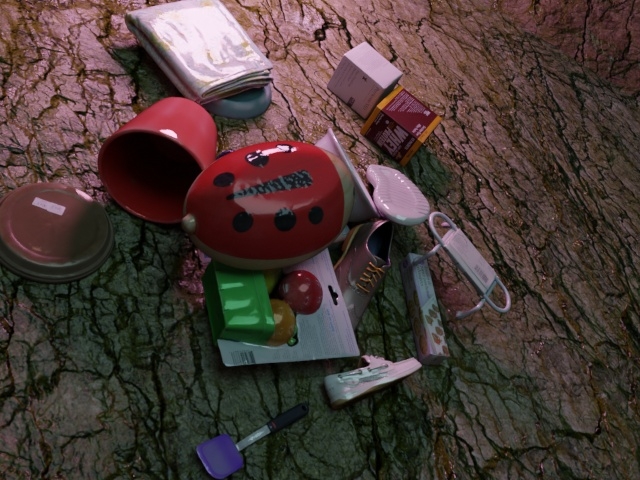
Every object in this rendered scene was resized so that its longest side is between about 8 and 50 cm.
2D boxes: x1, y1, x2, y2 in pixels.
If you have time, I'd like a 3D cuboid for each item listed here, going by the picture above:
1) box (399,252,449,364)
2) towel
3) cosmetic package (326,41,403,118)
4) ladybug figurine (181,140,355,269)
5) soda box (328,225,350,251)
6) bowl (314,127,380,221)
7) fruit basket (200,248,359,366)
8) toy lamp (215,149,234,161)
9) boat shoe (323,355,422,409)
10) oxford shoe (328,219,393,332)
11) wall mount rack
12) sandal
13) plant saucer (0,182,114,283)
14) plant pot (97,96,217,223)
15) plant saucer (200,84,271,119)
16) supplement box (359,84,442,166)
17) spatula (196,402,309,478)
[{"bbox_3d":[0.287,0.188,1.797,0.063,0.067,0.324,10,53,-24],"label":"box"},{"bbox_3d":[-0.356,-0.586,1.944,0.320,0.090,0.374,-29,74,-42],"label":"towel"},{"bbox_3d":[0.154,-0.557,2.226,0.183,0.151,0.151,41,47,6],"label":"cosmetic package"},{"bbox_3d":[-0.101,-0.096,1.471,0.449,0.162,0.305,-22,79,-30],"label":"ladybug figurine"},{"bbox_3d":[0.000,0.000,1.776,0.183,0.063,0.058,-13,66,-37],"label":"soda box"},{"bbox_3d":[0.045,-0.162,1.838,0.298,0.134,0.298,59,8,-13],"label":"bowl"},{"bbox_3d":[-0.102,0.148,1.551,0.352,0.165,0.327,4,55,-34],"label":"fruit basket"},{"bbox_3d":[-0.241,-0.192,1.687,0.080,0.080,0.275,25,9,-11],"label":"toy lamp"},{"bbox_3d":[0.131,0.325,1.581,0.276,0.098,0.096,-12,64,-34],"label":"boat shoe"},{"bbox_3d":[0.101,0.095,1.684,0.129,0.132,0.364,31,59,-24],"label":"oxford shoe"},{"bbox_3d":[0.415,0.064,1.876,0.350,0.130,0.304,51,40,-1],"label":"wall mount rack"},{"bbox_3d":[0.222,-0.114,1.911,0.169,0.102,0.416,12,25,-7],"label":"sandal"},{"bbox_3d":[-0.612,-0.029,1.467,0.277,0.041,0.278,15,50,-18],"label":"plant saucer"},{"bbox_3d":[-0.382,-0.220,1.608,0.274,0.275,0.243,25,39,-11],"label":"plant pot"},{"bbox_3d":[-0.294,-0.512,2.013,0.317,0.044,0.318,16,50,-20],"label":"plant saucer"},{"bbox_3d":[0.276,-0.392,2.186,0.194,0.129,0.191,39,46,2],"label":"supplement box"},{"bbox_3d":[-0.134,0.425,1.401,0.296,0.030,0.084,-19,69,-39],"label":"spatula"}]
